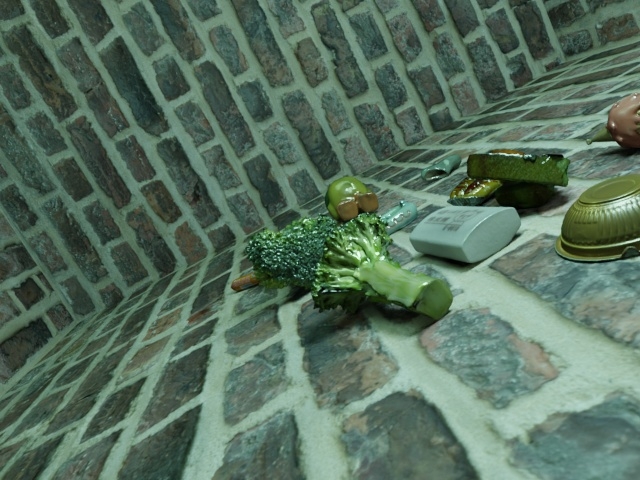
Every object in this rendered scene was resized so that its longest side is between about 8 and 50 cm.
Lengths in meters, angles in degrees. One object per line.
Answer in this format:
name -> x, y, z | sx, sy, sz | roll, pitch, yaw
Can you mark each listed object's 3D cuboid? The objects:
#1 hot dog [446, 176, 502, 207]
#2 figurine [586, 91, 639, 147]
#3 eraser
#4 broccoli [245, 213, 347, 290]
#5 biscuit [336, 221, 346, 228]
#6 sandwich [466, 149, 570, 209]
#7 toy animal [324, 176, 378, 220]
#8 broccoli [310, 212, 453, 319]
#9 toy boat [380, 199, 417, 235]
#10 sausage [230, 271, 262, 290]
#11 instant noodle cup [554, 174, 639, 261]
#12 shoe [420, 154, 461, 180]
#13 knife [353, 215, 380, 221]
hot dog -> 0.531, -0.188, 1.668 | 0.270, 0.081, 0.163 | -34, 12, -23
figurine -> 0.865, -0.313, 1.311 | 0.207, 0.166, 0.387 | 6, -14, -38
eraser -> 0.365, -0.023, 1.324 | 0.174, 0.094, 0.270 | -33, 12, -12
broccoli -> -0.123, 0.054, 1.731 | 0.397, 0.274, 0.353 | -6, -21, 35
biscuit -> 0.007, -0.004, 2.153 | 0.183, 0.047, 0.320 | -9, 21, 49
sandwich -> 0.537, -0.169, 1.416 | 0.250, 0.162, 0.301 | 9, 12, 20
toy animal -> 0.122, -0.196, 2.329 | 0.216, 0.191, 0.338 | -25, 11, -5
broccoli -> 0.155, 0.071, 1.186 | 0.361, 0.221, 0.252 | -1, 35, 43
toy boat -> 0.251, -0.077, 1.836 | 0.208, 0.078, 0.134 | -30, 9, -4
sausage -> -0.234, 0.142, 2.044 | 0.348, 0.053, 0.053 | -21, 14, 30
instant noodle cup -> 0.587, -0.063, 1.002 | 0.274, 0.090, 0.274 | -26, 12, 6
shoe -> 0.530, -0.299, 2.198 | 0.195, 0.079, 0.078 | -21, 47, -6
knife -> 0.181, -0.073, 2.082 | 0.064, 0.031, 0.222 | -37, 11, -19
